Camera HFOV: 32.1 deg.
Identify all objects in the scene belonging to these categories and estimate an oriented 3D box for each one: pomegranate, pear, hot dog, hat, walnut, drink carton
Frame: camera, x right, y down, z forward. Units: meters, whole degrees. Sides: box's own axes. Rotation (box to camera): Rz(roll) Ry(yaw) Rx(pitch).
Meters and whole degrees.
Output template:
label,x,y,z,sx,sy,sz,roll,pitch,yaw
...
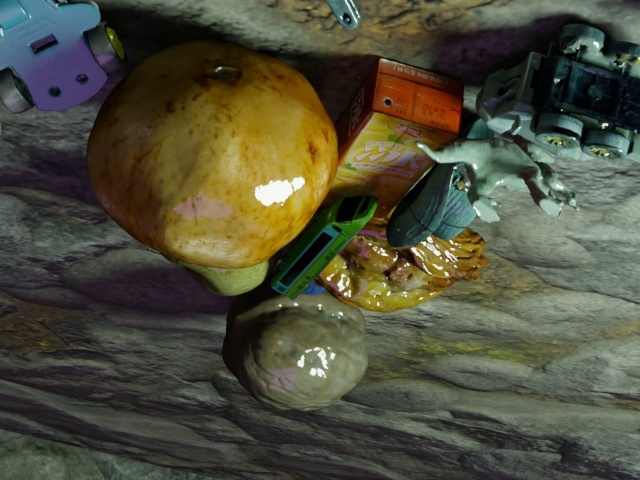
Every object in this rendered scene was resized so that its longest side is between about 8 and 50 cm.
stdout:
label,x,y,z,sx,sy,sz,roll,pitch,yaw
pomegranate,-0.107,-0.084,1.105,0.248,0.248,0.248,7,156,3
pear,-0.123,-0.013,1.353,0.167,0.136,0.167,42,178,2
hot dog,0.094,0.019,1.390,0.259,0.114,0.175,22,140,-28
hat,0.144,-0.049,1.204,0.078,0.138,0.191,39,149,1
walnut,-0.040,0.149,1.613,0.224,0.224,0.224,7,156,3
drink carton,0.066,-0.102,1.191,0.096,0.071,0.223,14,155,-12

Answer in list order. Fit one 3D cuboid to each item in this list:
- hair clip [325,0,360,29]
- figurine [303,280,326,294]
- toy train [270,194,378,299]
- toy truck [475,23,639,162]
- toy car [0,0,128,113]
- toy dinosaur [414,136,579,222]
label,x,y,z,sx,sy,sz,roll,pitch,yaw
hair clip,-0.023,-0.247,0.929,0.039,0.070,0.229,-11,157,30
figurine,-0.002,0.029,1.501,0.077,0.079,0.136,47,165,13
toy train,0.000,0.000,1.270,0.042,0.044,0.209,30,143,-9
toy truck,0.284,-0.114,1.059,0.257,0.108,0.140,15,170,-4
toy car,-0.269,-0.209,1.060,0.126,0.098,0.161,-25,118,8
toy dinosaur,0.169,-0.078,1.102,0.242,0.167,0.053,17,125,-31
